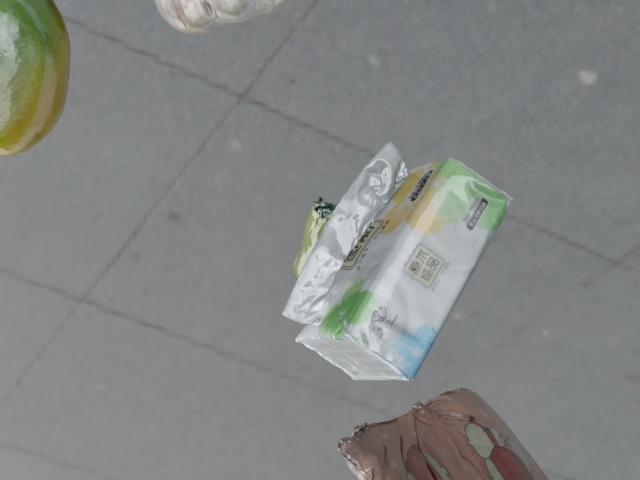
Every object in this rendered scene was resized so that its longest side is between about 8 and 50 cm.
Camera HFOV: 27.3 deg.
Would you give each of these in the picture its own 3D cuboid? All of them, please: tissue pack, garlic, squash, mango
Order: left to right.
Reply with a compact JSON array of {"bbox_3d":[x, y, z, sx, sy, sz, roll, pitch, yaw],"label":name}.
[{"bbox_3d":[-0.359,-0.203,1.496,0.156,0.114,0.251,18,127,-9],"label":"mango"},{"bbox_3d":[-0.124,-0.371,1.583,0.219,0.218,0.212,-9,126,23],"label":"garlic"},{"bbox_3d":[0.000,0.000,1.536,0.052,0.052,0.183,10,150,-2],"label":"squash"},{"bbox_3d":[0.069,0.019,1.406,0.145,0.229,0.159,35,164,-14],"label":"tissue pack"}]

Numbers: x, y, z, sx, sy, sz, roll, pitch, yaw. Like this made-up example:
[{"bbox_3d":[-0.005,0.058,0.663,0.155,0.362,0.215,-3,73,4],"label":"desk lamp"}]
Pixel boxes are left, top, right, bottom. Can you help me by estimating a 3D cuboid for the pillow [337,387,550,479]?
[{"bbox_3d":[0.097,0.176,0.939,0.049,0.135,0.248,-41,165,21],"label":"pillow"}]
